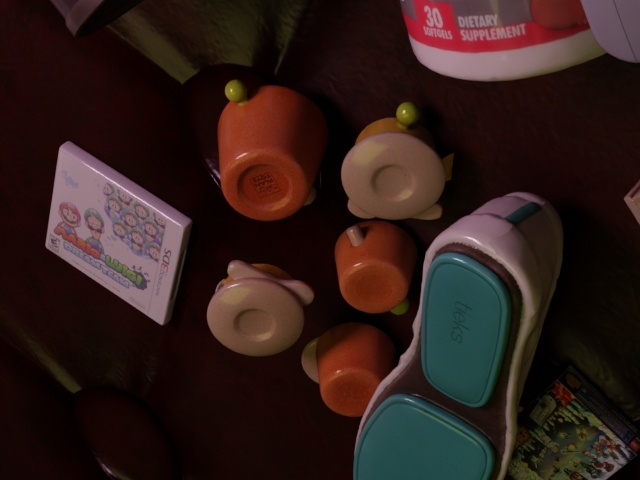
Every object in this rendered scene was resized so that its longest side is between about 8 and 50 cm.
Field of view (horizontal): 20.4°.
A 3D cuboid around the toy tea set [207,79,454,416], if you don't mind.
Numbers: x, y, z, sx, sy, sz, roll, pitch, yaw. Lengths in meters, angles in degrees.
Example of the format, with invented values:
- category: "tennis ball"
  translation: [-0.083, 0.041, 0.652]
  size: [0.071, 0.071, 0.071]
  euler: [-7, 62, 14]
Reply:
- category: "toy tea set"
  translation: [0.000, 0.000, 1.563]
  size: [0.200, 0.124, 0.336]
  euler: [7, 127, -1]

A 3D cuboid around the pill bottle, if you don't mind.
- category: "pill bottle"
  translation: [0.113, -0.282, 1.179]
  size: [0.176, 0.176, 0.318]
  euler: [6, 124, 37]

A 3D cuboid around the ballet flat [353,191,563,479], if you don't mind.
- category: "ballet flat"
  translation: [0.128, 0.111, 1.501]
  size: [0.139, 0.139, 0.400]
  euler: [32, 140, 17]

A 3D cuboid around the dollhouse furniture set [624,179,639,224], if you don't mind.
- category: "dollhouse furniture set"
  translation: [0.255, -0.055, 1.245]
  size: [0.182, 0.161, 0.101]
  euler: [-22, 105, 45]

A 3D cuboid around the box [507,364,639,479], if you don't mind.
- category: "box"
  translation: [0.212, 0.179, 1.556]
  size: [0.094, 0.027, 0.137]
  euler: [44, 138, 6]

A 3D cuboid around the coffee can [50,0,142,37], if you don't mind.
- category: "coffee can"
  translation: [-0.198, -0.327, 1.382]
  size: [0.275, 0.201, 0.201]
  euler: [51, 138, -3]

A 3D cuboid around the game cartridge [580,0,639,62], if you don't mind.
- category: "game cartridge"
  translation: [0.198, -0.272, 1.102]
  size: [0.060, 0.196, 0.294]
  euler: [1, 121, 30]

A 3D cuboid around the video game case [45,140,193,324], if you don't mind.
- category: "video game case"
  translation: [-0.203, -0.006, 1.764]
  size: [0.157, 0.019, 0.143]
  euler: [33, 136, 16]
